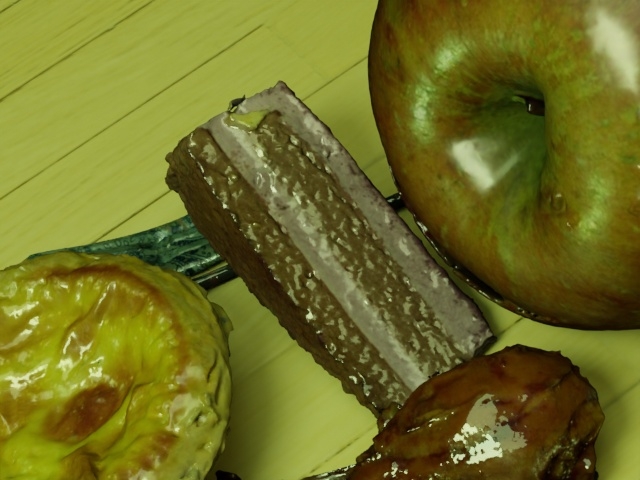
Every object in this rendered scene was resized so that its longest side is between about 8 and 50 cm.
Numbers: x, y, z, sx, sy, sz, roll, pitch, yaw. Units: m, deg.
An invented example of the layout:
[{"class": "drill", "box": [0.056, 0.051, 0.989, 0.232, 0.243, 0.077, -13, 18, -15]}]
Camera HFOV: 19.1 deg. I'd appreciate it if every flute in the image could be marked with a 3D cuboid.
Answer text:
[{"class": "flute", "box": [-0.003, -0.004, 1.458, 0.269, 0.014, 0.014, -23, 49, -2]}]

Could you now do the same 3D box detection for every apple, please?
[{"class": "apple", "box": [0.230, -0.125, 1.306, 0.384, 0.374, 0.374, -14, 36, 57]}]

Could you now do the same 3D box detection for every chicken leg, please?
[{"class": "chicken leg", "box": [0.043, 0.158, 1.272, 0.304, 0.093, 0.113, -22, 60, 4]}]

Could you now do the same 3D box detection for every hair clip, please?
[{"class": "hair clip", "box": [-0.120, 0.000, 1.475, 0.229, 0.036, 0.066, -16, 52, -5]}]

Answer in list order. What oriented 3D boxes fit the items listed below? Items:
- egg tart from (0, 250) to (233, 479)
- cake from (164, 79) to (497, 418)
[{"class": "egg tart", "box": [-0.185, 0.136, 1.334, 0.294, 0.116, 0.295, -11, 47, 12]}, {"class": "cake", "box": [0.000, 0.000, 1.386, 0.116, 0.113, 0.295, -37, 67, -16]}]
